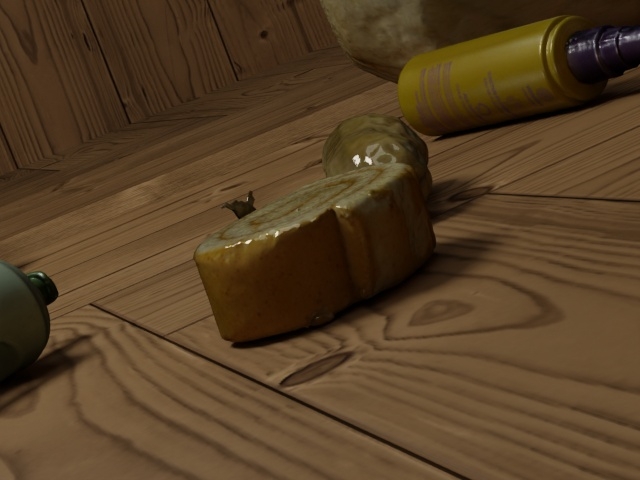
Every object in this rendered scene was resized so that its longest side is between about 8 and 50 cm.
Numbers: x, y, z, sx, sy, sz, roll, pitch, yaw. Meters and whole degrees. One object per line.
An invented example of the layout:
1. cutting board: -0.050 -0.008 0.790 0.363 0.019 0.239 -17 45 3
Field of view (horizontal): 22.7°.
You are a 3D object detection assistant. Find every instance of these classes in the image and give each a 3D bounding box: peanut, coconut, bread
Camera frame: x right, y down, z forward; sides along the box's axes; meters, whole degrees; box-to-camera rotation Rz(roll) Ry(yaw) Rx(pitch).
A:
1. peanut: 0.043 -0.052 1.156 0.080 0.080 0.174 -21 13 -1
2. coconut: 0.180 -0.337 1.631 0.415 0.344 0.415 -24 9 4
3. bread: 0.000 0.000 0.955 0.122 0.073 0.149 -11 14 37

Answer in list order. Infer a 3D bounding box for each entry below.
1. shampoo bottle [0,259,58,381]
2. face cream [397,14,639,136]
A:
1. shampoo bottle: -0.258 0.072 1.054 0.118 0.087 0.234 -18 10 36
2. face cream: 0.182 -0.146 1.359 0.078 0.078 0.273 -28 12 -37
